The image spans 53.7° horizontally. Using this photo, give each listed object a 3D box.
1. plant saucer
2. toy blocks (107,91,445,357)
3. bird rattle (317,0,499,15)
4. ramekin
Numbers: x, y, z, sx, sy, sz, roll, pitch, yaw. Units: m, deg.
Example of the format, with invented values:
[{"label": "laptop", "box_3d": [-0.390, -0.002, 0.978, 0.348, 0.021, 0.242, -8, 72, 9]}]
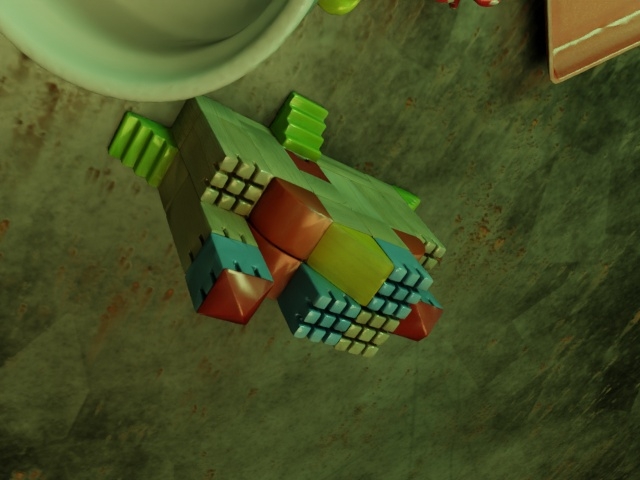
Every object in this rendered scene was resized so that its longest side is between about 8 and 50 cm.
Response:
[{"label": "plant saucer", "box_3d": [0.343, -0.338, 0.684, 0.259, 0.047, 0.259, -26, 131, -5]}, {"label": "toy blocks", "box_3d": [0.000, 0.000, 0.637, 0.382, 0.261, 0.190, 20, 114, -35]}, {"label": "bird rattle", "box_3d": [0.087, -0.301, 0.546, 0.254, 0.143, 0.206, -14, 113, -19]}, {"label": "ramekin", "box_3d": [-0.103, -0.243, 0.417, 0.277, 0.135, 0.277, 5, 115, 12]}]
